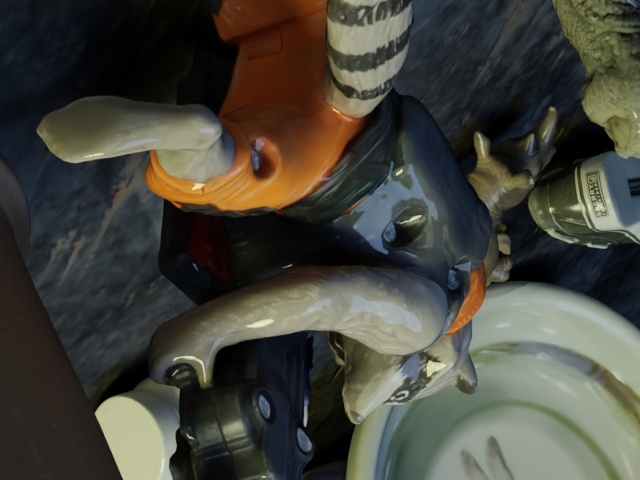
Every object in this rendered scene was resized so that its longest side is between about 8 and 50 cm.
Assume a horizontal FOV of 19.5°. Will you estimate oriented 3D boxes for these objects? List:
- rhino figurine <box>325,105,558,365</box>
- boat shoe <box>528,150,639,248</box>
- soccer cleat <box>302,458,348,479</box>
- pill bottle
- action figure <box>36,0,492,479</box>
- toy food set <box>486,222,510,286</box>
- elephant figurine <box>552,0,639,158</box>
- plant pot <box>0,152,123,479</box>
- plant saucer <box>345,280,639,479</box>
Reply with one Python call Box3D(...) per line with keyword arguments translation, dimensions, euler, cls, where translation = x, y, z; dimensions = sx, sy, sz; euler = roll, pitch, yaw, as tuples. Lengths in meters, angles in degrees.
Box3D(translation=(0.091, 0.004, 1.290), dimensions=(0.243, 0.073, 0.106), euler=(-52, 158, 20), cls="rhino figurine")
Box3D(translation=(0.218, -0.033, 1.443), dimensions=(0.070, 0.077, 0.219), euler=(-13, 172, 23), cls="boat shoe")
Box3D(translation=(0.033, 0.235, 1.625), dimensions=(0.121, 0.093, 0.289), euler=(-16, 168, 16), cls="soccer cleat")
Box3D(translation=(-0.079, 0.119, 1.213), dimensions=(0.137, 0.078, 0.078), euler=(-12, 143, -50), cls="pill bottle")
Box3D(translation=(0.000, 0.000, 0.821), dimensions=(0.179, 0.341, 0.330), euler=(-11, 147, 15), cls="action figure")
Box3D(translation=(0.113, 0.023, 1.424), dimensions=(0.082, 0.020, 0.083), euler=(-24, 151, -38), cls="toy food set")
Box3D(translation=(0.144, -0.188, 0.813), dimensions=(0.169, 0.239, 0.186), euler=(-19, 148, -42), cls="elephant figurine")
Box3D(translation=(-0.194, 0.090, 0.785), dimensions=(0.263, 0.229, 0.263), euler=(-35, 155, -19), cls="plant pot")
Box3D(translation=(0.165, 0.237, 1.501), dimensions=(0.400, 0.400, 0.100), euler=(-23, 179, -38), cls="plant saucer")
